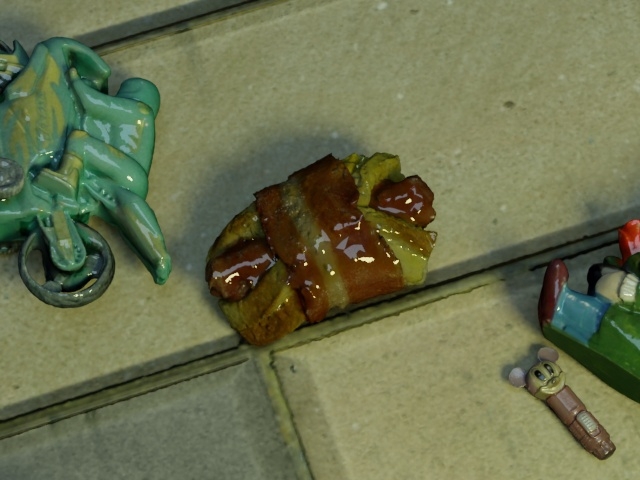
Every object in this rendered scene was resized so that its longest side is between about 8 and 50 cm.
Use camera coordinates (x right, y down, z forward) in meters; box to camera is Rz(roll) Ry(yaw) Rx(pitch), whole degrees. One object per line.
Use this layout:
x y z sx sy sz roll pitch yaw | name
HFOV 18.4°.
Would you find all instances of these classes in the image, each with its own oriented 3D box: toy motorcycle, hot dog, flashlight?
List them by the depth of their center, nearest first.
0.211 0.141 1.690 0.052 0.031 0.110 -35 70 -15 | flashlight
0.000 0.000 1.716 0.213 0.103 0.146 -26 69 -10 | hot dog
-0.225 -0.074 1.760 0.198 0.109 0.296 -15 64 -18 | toy motorcycle

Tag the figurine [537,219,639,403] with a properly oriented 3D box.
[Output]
0.309 0.022 1.705 0.185 0.127 0.234 31 79 22 | figurine
